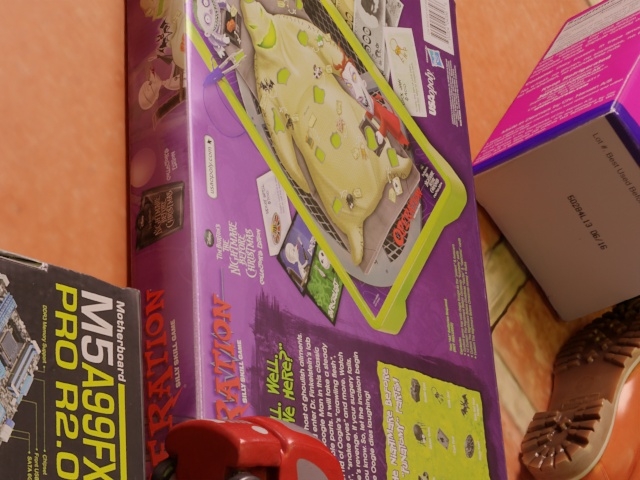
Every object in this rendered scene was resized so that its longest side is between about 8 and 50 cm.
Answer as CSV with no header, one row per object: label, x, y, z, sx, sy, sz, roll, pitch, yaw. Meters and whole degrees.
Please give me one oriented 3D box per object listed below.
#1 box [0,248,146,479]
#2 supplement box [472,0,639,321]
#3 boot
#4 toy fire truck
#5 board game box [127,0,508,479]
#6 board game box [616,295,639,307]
box,-0.152,0.124,0.511,0.216,0.060,0.270,19,58,-44
supplement box,0.191,-0.068,0.973,0.111,0.114,0.220,54,41,-14
boot,0.170,0.101,0.909,0.084,0.059,0.158,53,48,-21
toy fire truck,-0.006,0.164,0.621,0.135,0.047,0.192,7,88,-45
board game box,0.000,0.000,0.768,0.208,0.056,0.346,25,53,-45
board game box,0.284,0.137,1.029,0.243,0.042,0.165,20,57,-43
